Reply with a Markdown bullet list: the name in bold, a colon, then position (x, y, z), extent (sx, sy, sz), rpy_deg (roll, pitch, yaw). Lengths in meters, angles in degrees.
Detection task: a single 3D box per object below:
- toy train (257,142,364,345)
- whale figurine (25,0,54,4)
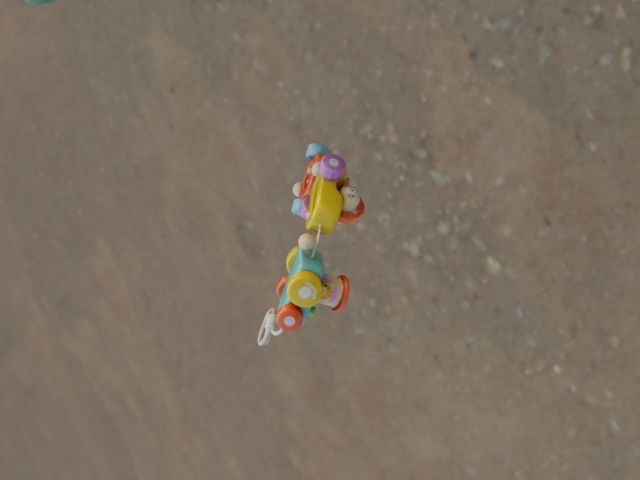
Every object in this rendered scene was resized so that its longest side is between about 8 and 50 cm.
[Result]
- **toy train**: position (0.000, 0.000, 0.910), extent (0.125, 0.046, 0.166), rpy_deg (132, 153, -71)
- **whale figurine**: position (-0.139, -0.239, 0.883), extent (0.272, 0.216, 0.141), rpy_deg (23, 157, 25)
